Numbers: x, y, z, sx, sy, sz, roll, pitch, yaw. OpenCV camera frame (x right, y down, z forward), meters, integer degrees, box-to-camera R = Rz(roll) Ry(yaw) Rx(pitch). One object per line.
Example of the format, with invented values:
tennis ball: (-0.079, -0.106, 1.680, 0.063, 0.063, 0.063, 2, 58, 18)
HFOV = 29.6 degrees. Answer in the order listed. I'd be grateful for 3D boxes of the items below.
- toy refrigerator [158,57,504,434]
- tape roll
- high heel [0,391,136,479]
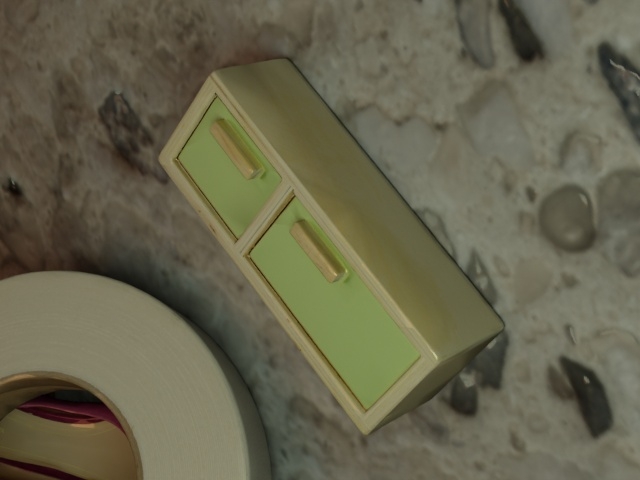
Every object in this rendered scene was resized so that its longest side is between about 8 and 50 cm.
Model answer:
toy refrigerator: (0.000, 0.000, 0.894, 0.269, 0.094, 0.102, 53, 130, 16)
tape roll: (-0.234, 0.219, 1.027, 0.392, 0.072, 0.391, -4, 72, 13)
high heel: (-0.247, 0.209, 1.110, 0.377, 0.181, 0.127, 12, 111, 38)
